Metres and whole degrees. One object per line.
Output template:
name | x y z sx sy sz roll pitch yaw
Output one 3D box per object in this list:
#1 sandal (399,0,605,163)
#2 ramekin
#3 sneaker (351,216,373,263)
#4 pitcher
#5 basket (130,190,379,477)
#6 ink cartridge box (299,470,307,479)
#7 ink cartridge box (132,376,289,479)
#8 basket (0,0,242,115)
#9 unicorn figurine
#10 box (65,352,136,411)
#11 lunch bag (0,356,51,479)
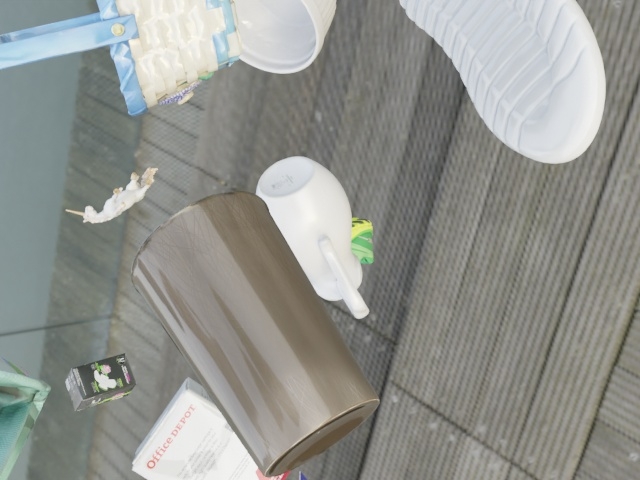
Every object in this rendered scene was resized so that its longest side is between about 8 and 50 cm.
sandal | 0.223 -0.250 1.086 0.169 0.102 0.416 -64 38 36
ramekin | -0.072 -0.378 1.482 0.207 0.109 0.207 21 146 15
sneaker | 0.000 0.056 1.756 0.109 0.295 0.124 2 115 53
pitcher | 0.000 0.000 1.284 0.178 0.125 0.207 50 169 49
basket | -0.057 0.095 0.894 0.227 0.154 0.204 56 170 19
ink cartridge box | 0.060 0.607 1.818 0.069 0.371 0.176 -20 42 18
ink cartridge box | -0.216 0.438 1.904 0.197 0.273 0.114 -55 10 0
basket | -0.239 -0.238 1.042 0.255 0.288 0.201 -118 18 -69
unicorn figurine | -0.371 -0.074 1.722 0.060 0.162 0.111 63 149 6
box | -0.321 0.207 1.365 0.062 0.083 0.052 -49 60 55
lunch bag | -0.228 0.085 0.330 0.160 0.223 0.262 -61 11 24
